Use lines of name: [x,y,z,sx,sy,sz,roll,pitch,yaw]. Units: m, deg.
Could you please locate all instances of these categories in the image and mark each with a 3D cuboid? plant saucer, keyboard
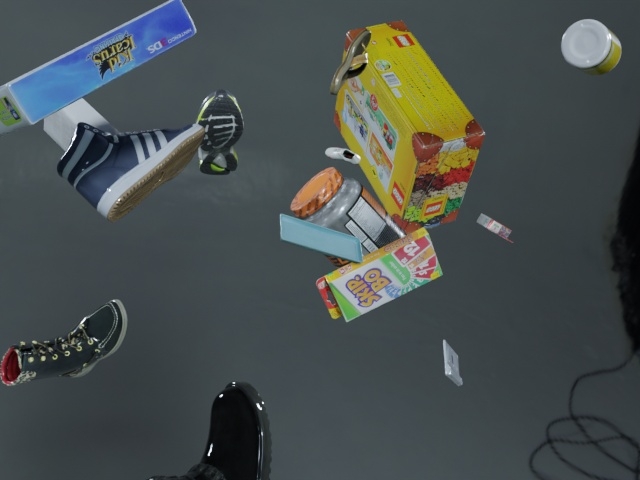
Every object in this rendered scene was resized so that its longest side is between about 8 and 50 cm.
plant saucer: [0.000,0.000,1.694,0.192,0.018,0.067,18,46,-26]
keyboard: [0.281,0.265,1.767,0.014,0.256,0.072,-11,73,12]

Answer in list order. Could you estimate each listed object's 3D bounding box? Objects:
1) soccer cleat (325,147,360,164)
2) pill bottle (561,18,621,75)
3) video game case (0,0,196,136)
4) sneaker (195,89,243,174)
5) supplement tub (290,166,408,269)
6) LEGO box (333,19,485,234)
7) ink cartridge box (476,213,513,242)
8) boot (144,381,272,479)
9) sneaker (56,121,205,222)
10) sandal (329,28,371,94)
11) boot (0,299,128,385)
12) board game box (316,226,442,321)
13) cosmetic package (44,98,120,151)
soccer cleat: [0.044,-0.178,1.696,0.083,0.035,0.029,21,78,28]
pill bottle: [0.375,-0.261,1.131,0.065,0.065,0.116,33,18,26]
video game case: [-0.338,-0.232,1.146,0.269,0.061,0.244,-38,22,-29]
sneaker: [-0.241,-0.261,1.875,0.111,0.300,0.121,-7,68,-15]
supplement tub: [0.083,-0.023,2.095,0.316,0.193,0.194,46,32,-18]
LEGO box: [0.238,-0.332,2.417,0.193,0.373,0.500,-16,56,-18]
ink cartridge box: [0.462,-0.033,2.161,0.062,0.029,0.115,28,7,-21]
boot: [-0.223,0.432,1.544,0.260,0.131,0.348,13,64,-42]
sneaker: [-0.329,-0.159,1.433,0.153,0.099,0.282,36,45,6]
sandal: [0.075,-0.388,1.830,0.049,0.072,0.180,24,65,9]
boot: [-0.497,0.205,1.608,0.178,0.236,0.085,-2,55,-52]
board game box: [0.127,0.079,1.768,0.259,0.124,0.039,-25,36,0]
cosmetic package: [-0.453,-0.200,1.614,0.060,0.099,0.239,-27,57,-37]
